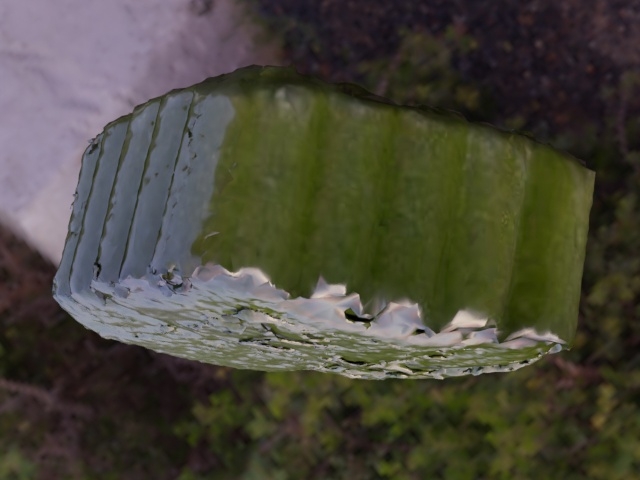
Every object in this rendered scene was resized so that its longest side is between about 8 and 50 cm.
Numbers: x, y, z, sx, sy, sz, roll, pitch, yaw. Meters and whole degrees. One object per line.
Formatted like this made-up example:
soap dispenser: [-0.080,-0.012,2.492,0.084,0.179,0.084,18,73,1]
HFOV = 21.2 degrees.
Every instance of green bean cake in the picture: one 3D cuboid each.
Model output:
green bean cake: [0.000,0.000,0.803,0.200,0.214,0.113,-16,64,60]
